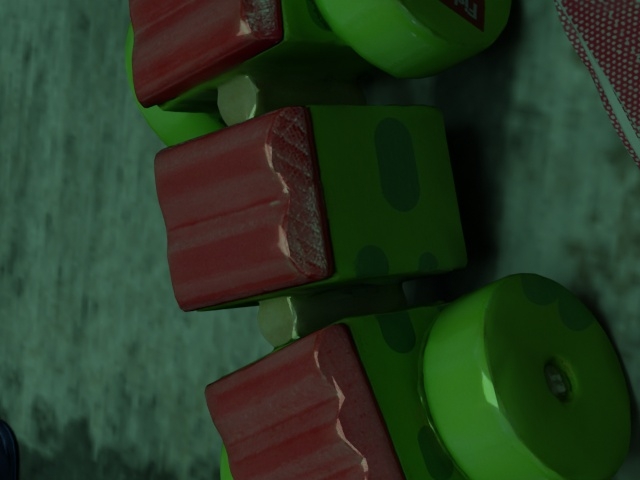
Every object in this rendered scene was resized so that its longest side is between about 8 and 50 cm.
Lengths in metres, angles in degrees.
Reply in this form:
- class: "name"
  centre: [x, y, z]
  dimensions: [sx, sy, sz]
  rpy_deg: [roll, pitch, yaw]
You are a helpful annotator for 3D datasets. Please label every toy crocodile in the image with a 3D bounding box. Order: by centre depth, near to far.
- class: "toy crocodile"
  centre: [0.000, 0.000, 0.472]
  dimensions: [0.115, 0.105, 0.340]
  rpy_deg: [-22, 79, 42]

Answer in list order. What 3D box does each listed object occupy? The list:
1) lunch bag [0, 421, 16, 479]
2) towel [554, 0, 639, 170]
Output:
- class: "lunch bag"
  centre: [-0.181, 0.104, 0.677]
  dimensions: [0.098, 0.065, 0.067]
  rpy_deg: [4, 97, 42]
- class: "towel"
  centre: [0.155, -0.039, 0.335]
  dimensions: [0.197, 0.029, 0.144]
  rpy_deg: [-20, 113, 40]
